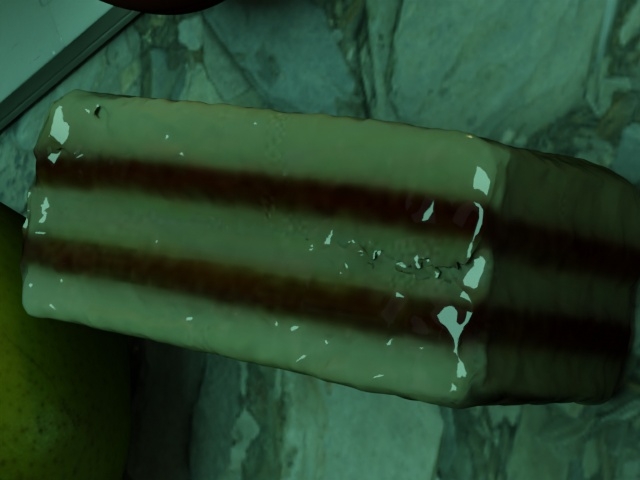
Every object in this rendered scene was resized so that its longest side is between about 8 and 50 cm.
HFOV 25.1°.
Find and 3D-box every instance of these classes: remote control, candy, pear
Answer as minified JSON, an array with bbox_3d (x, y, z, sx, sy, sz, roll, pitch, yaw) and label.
[{"bbox_3d":[-0.228,-0.149,1.056,0.250,0.034,0.103,-34,66,30],"label":"remote control"},{"bbox_3d":[0.000,0.000,0.771,0.321,0.179,0.135,8,92,39],"label":"candy"},{"bbox_3d":[-0.255,0.099,0.883,0.294,0.294,0.294,-4,83,38],"label":"pear"}]

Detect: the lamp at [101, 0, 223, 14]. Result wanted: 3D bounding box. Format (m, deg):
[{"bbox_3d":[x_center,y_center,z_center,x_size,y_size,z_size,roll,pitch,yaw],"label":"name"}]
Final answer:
[{"bbox_3d":[-0.080,-0.241,0.838,0.227,0.227,0.226,-4,83,38],"label":"lamp"}]
